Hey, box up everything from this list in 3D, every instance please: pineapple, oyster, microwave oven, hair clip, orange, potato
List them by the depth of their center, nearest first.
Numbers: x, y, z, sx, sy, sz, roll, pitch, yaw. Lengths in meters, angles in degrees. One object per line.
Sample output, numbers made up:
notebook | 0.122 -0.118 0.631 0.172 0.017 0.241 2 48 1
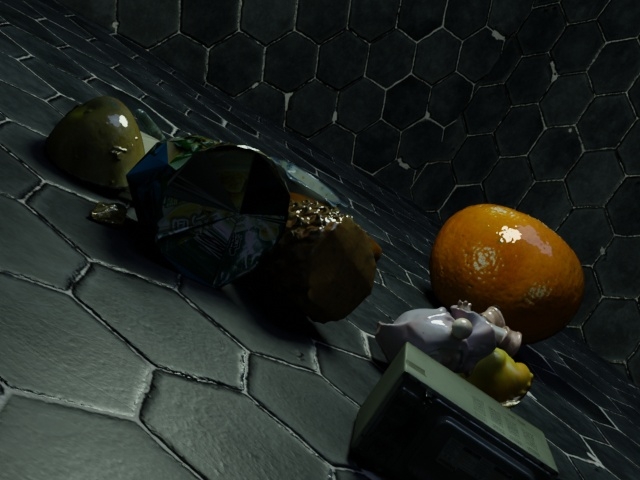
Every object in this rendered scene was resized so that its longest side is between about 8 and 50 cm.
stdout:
microwave oven | 0.177 0.277 1.273 0.240 0.145 0.194 34 13 0
oyster | -0.332 -0.045 1.484 0.051 0.034 0.093 25 16 -7
potato | -0.379 -0.191 1.634 0.182 0.117 0.202 18 29 -11
pineapple | -0.068 0.017 1.678 0.202 0.202 0.362 24 -4 -42
hair clip | -0.349 -0.222 1.979 0.070 0.039 0.229 36 -13 9
orange | 0.490 0.101 2.509 0.424 0.326 0.424 35 -8 6

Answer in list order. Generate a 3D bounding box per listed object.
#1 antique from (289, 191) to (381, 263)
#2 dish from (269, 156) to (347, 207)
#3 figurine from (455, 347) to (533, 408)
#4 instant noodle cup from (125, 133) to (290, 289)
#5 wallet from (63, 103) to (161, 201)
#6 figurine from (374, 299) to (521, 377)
antique | 0.000 0.000 2.009 0.278 0.129 0.223 23 15 -45
dish | -0.054 -0.126 2.526 0.236 0.086 0.228 36 12 10
figurine | 0.304 0.254 1.856 0.246 0.131 0.156 24 -39 41
instant noodle cup | -0.190 -0.067 1.540 0.240 0.240 0.178 27 3 -34
wallet | -0.339 -0.137 1.806 0.274 0.068 0.335 20 23 -38
figurine | 0.234 0.182 1.716 0.275 0.200 0.133 -8 58 -25
